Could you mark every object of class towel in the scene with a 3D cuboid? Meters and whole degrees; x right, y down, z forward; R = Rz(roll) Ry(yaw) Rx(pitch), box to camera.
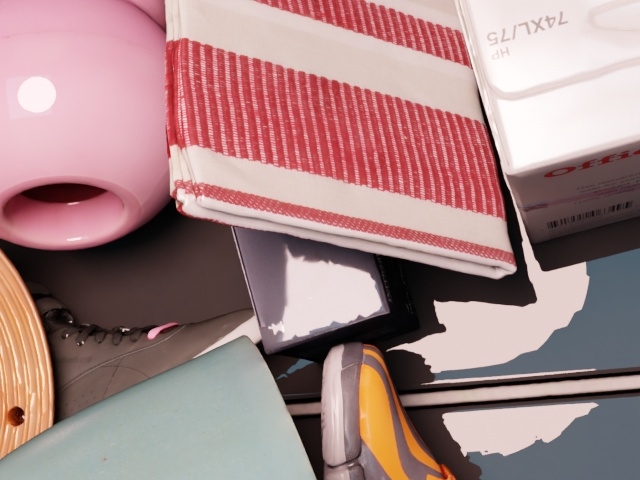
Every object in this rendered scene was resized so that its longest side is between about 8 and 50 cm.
[{"bbox_3d":[0.005,-0.133,0.772,0.237,0.037,0.329,11,54,-26],"label":"towel"}]

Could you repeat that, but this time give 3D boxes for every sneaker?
[{"bbox_3d":[-0.183,0.081,0.890,0.295,0.104,0.147,-26,82,13],"label":"sneaker"},{"bbox_3d":[0.106,0.213,0.797,0.180,0.124,0.321,-12,98,5],"label":"sneaker"}]

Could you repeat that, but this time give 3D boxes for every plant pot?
[{"bbox_3d":[-0.111,0.236,0.723,0.235,0.293,0.293,-19,77,-10],"label":"plant pot"}]

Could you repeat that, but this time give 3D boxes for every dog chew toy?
[{"bbox_3d":[-0.204,-0.163,0.887,0.206,0.206,0.332,-14,63,11],"label":"dog chew toy"}]

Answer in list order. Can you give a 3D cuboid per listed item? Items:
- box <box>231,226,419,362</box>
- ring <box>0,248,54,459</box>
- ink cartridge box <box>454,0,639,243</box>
[{"bbox_3d":[0.000,0.000,0.832,0.093,0.158,0.156,-18,79,10],"label":"box"},{"bbox_3d":[-0.351,0.127,0.866,0.336,0.032,0.337,-2,82,13],"label":"ring"},{"bbox_3d":[0.200,-0.132,0.746,0.198,0.270,0.197,-15,79,10],"label":"ink cartridge box"}]
